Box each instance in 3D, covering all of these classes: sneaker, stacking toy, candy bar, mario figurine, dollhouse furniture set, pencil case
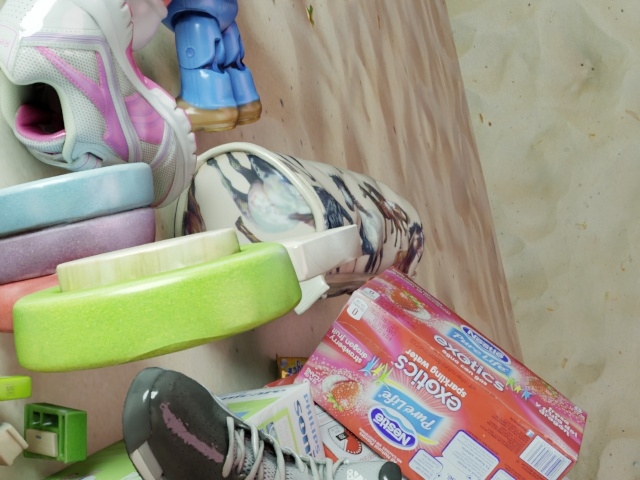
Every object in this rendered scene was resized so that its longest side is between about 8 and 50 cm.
[{"bbox_3d":[-0.184,-0.098,0.627,0.111,0.103,0.252,-56,149,-23],"label":"sneaker"},{"bbox_3d":[-0.138,-0.015,0.448,0.309,0.280,0.130,-27,105,-72],"label":"stacking toy"},{"bbox_3d":[-0.020,0.160,0.994,0.161,0.018,0.040,17,63,-65],"label":"candy bar"},{"bbox_3d":[-0.152,-0.271,0.810,0.198,0.170,0.320,-149,-128,-70],"label":"mario figurine"},{"bbox_3d":[-0.018,0.148,0.526,0.086,0.132,0.228,-83,150,-44],"label":"sneaker"},{"bbox_3d":[-0.225,0.123,0.497,0.152,0.059,0.076,3,83,-48],"label":"dollhouse furniture set"},{"bbox_3d":[0.000,0.000,0.925,0.183,0.160,0.410,60,18,13],"label":"pencil case"}]

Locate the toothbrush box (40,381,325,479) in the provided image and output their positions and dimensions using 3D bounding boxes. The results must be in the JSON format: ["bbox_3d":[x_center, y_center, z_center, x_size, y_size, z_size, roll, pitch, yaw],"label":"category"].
[{"bbox_3d":[-0.090,0.249,0.636,0.283,0.122,0.206,-9,86,-70],"label":"toothbrush box"}]

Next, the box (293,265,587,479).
[{"bbox_3d":[0.121,0.158,0.808,0.257,0.128,0.123,37,21,12],"label":"box"}]

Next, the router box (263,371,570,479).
[{"bbox_3d":[0.113,0.253,0.886,0.301,0.082,0.335,41,22,21],"label":"router box"}]
